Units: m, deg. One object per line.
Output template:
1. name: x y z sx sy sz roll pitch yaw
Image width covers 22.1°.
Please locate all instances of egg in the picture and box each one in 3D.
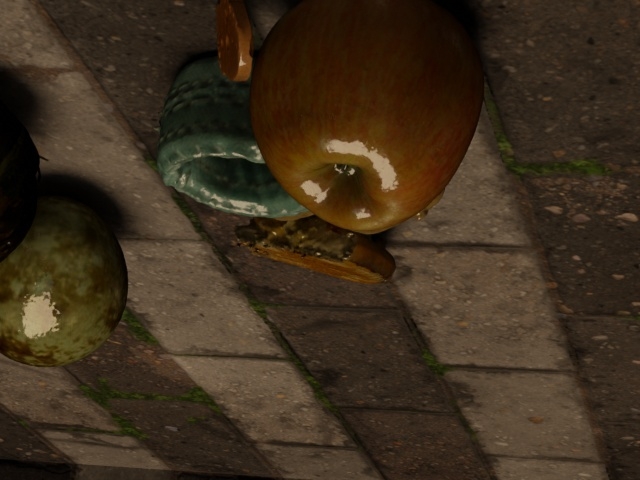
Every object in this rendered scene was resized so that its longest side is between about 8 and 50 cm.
1. egg: -0.400 0.053 2.404 0.238 0.238 0.289 10 137 -2

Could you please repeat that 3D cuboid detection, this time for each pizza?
1. pizza: 0.000 0.000 2.280 0.223 0.089 0.323 16 175 8

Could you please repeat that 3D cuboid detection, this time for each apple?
1. apple: 0.048 -0.140 1.796 0.264 0.264 0.264 7 156 3

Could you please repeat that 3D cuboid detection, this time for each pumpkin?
1. pumpkin: -0.511 -0.091 2.121 0.320 0.192 0.320 14 143 11

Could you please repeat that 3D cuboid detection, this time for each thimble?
1. thimble: -0.090 -0.124 2.005 0.235 0.143 0.198 8 156 7

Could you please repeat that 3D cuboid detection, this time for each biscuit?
1. biscuit: -0.093 -0.234 1.810 0.023 0.118 0.140 -5 -164 -12

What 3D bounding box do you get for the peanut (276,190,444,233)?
1. peanut: 0.030 -0.072 2.119 0.263 0.117 0.101 7 148 13

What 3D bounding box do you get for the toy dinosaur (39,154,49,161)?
1. toy dinosaur: -0.455 -0.144 2.218 0.180 0.037 0.058 18 159 -18
